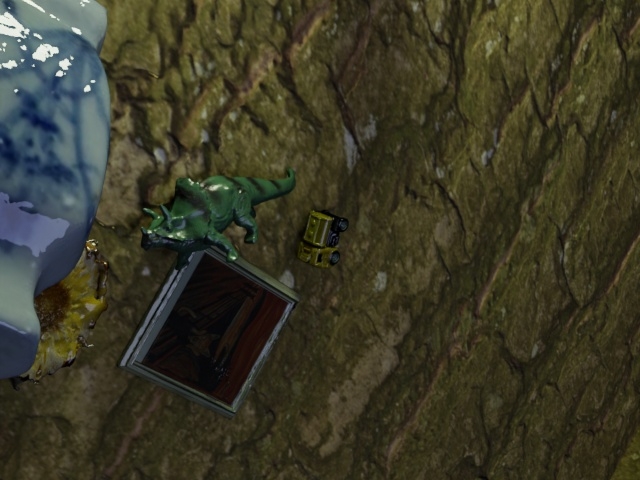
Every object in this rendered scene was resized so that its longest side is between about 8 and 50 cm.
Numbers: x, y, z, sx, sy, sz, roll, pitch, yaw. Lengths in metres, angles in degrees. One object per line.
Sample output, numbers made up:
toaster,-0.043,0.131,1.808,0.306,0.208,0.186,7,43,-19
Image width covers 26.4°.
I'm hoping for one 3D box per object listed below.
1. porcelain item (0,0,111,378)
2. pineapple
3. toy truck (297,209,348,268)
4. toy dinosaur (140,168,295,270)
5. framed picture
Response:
porcelain item,-0.324,-0.080,1.337,0.242,0.178,0.405,28,53,-31
pineapple,-0.340,0.072,1.653,0.221,0.047,0.221,-29,130,-41
toy truck,0.000,0.000,1.991,0.054,0.049,0.083,2,107,-48
toy dinosaur,-0.120,-0.029,1.808,0.292,0.079,0.120,-8,93,-44
framed picture,-0.146,0.125,1.919,0.273,0.016,0.216,34,83,-51
